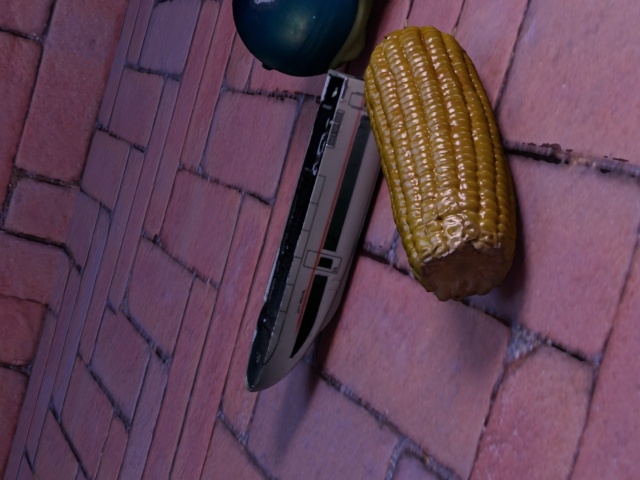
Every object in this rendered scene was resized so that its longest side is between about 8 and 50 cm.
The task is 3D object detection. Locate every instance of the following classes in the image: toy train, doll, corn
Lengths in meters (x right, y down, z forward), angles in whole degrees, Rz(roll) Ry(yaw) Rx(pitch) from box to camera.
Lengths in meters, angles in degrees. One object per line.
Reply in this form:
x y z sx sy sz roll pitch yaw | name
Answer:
0.000 0.000 1.744 0.086 0.088 0.407 -139 64 -70 | toy train
-0.001 -0.342 1.845 0.322 0.186 0.198 -59 25 33 | doll
0.120 -0.085 1.424 0.344 0.131 0.131 -100 31 -46 | corn
